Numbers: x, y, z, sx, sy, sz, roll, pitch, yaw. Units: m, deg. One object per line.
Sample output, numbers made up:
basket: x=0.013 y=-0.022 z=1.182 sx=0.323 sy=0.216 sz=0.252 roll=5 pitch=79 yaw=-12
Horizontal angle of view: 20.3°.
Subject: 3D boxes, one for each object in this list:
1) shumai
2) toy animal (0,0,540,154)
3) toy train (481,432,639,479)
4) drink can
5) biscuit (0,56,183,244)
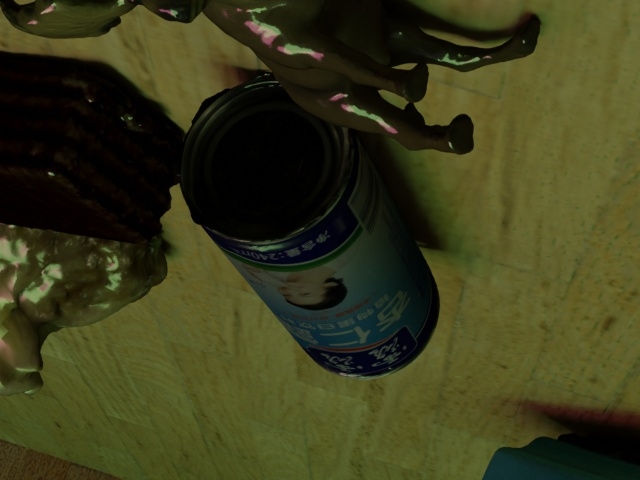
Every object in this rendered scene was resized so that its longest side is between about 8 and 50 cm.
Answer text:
shumai: x=-0.210 y=0.032 z=1.242 sx=0.161 sy=0.153 sz=0.209 roll=18 pitch=168 yaw=27
toy animal: x=-0.028 y=-0.095 z=0.724 sx=0.186 sy=0.093 sz=0.214 roll=20 pitch=174 yaw=26
toy train: x=0.235 y=0.298 z=1.396 sx=0.300 sy=0.265 sz=0.188 roll=30 pitch=170 yaw=-39
drink can: x=0.000 y=0.000 z=0.994 sx=0.097 sy=0.097 sz=0.235 roll=13 pitch=163 yaw=19
biscuit: x=-0.262 y=-0.067 z=1.101 sx=0.388 sy=0.073 sz=0.107 roll=7 pitch=161 yaw=32
